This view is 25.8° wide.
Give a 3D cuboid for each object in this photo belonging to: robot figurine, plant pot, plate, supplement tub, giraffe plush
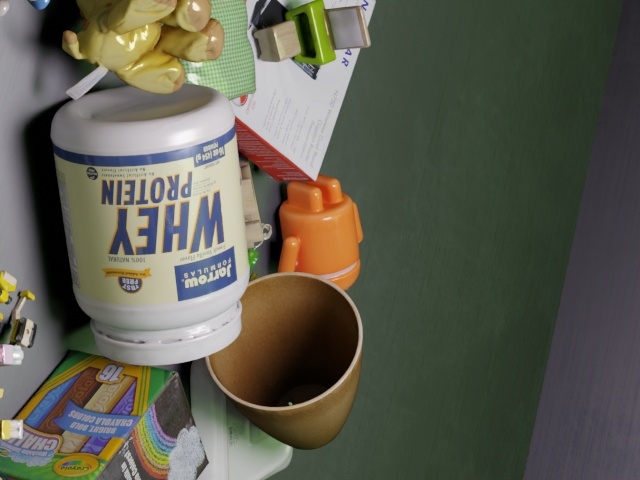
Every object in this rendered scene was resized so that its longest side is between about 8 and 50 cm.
[{"bbox_3d":[-0.002,0.001,2.336,0.158,0.128,0.219,-72,157,-63],"label":"robot figurine"},{"bbox_3d":[-0.039,0.216,2.163,0.254,0.237,0.237,77,33,-54],"label":"plant pot"},{"bbox_3d":[-0.115,0.291,2.283,0.278,0.045,0.277,-23,117,-57],"label":"plate"},{"bbox_3d":[-0.216,-0.025,1.825,0.235,0.235,0.324,-35,126,-53],"label":"supplement tub"},{"bbox_3d":[-0.245,-0.291,1.769,0.181,0.210,0.170,60,9,-52],"label":"giraffe plush"}]

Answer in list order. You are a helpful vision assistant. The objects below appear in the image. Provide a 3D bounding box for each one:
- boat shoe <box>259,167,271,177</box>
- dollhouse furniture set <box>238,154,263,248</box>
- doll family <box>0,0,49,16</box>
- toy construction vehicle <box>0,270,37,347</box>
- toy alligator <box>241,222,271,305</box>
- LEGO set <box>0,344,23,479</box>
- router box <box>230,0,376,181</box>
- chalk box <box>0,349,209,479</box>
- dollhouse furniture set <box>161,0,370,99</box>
[{"bbox_3d":[-0.050,-0.186,2.264,0.083,0.065,0.183,14,84,-60],"label":"boat shoe"},{"bbox_3d":[-0.160,-0.052,2.139,0.151,0.123,0.144,-103,-177,-61],"label":"dollhouse furniture set"},{"bbox_3d":[-0.419,-0.262,1.560,0.263,0.118,0.163,-58,154,-6],"label":"doll family"},{"bbox_3d":[-0.394,0.094,1.739,0.086,0.035,0.098,39,47,-47],"label":"toy construction vehicle"},{"bbox_3d":[-0.128,0.053,2.202,0.189,0.056,0.051,-61,-173,-36],"label":"toy alligator"},{"bbox_3d":[-0.409,0.266,1.653,0.107,0.132,0.287,9,67,-56],"label":"LEGO set"},{"bbox_3d":[-0.073,-0.304,2.113,0.301,0.082,0.335,37,64,-44],"label":"router box"},{"bbox_3d":[-0.307,0.310,1.805,0.289,0.179,0.180,-52,140,-41],"label":"chalk box"},{"bbox_3d":[-0.071,-0.305,1.934,0.301,0.151,0.197,-30,113,-45],"label":"dollhouse furniture set"}]
